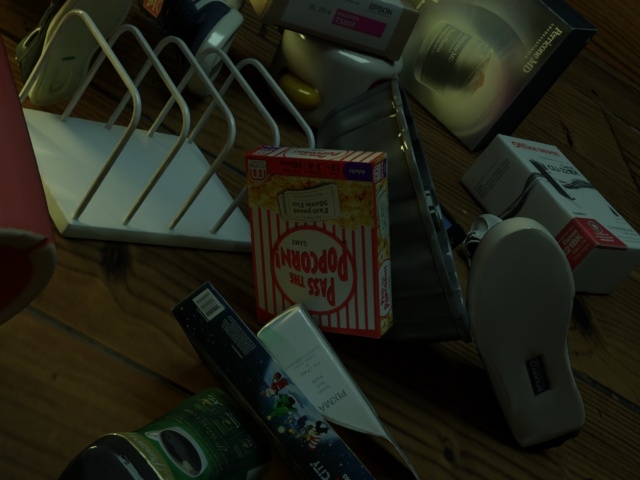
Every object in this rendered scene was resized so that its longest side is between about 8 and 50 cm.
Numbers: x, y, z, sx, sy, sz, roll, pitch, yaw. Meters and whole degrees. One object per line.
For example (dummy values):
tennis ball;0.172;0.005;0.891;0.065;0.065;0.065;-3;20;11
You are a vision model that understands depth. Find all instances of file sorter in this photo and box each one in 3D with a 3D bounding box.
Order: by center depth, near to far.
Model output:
file sorter;-0.171;-0.119;1.295;0.277;0.173;0.193;7;40;-48

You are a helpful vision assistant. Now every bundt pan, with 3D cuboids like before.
bundt pan;0.078;-0.023;1.382;0.331;0.124;0.331;-15;90;-82

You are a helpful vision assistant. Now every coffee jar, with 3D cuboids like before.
coffee jar;-0.125;0.189;0.949;0.096;0.079;0.184;48;26;14

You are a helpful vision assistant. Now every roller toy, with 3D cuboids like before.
roller toy;0.020;-0.254;1.794;0.191;0.146;0.209;16;29;-18

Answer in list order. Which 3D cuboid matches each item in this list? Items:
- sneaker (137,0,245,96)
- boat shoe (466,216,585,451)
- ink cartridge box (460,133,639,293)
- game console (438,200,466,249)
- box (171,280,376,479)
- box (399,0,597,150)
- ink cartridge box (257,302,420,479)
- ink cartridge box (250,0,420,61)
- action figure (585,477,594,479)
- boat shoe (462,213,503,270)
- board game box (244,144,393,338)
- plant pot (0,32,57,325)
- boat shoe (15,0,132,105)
sneaker;-0.195;-0.316;1.665;0.148;0.131;0.350;24;22;-12
boat shoe;0.222;0.086;1.377;0.158;0.127;0.340;-114;-172;-54
ink cartridge box;0.395;-0.045;1.965;0.197;0.114;0.273;4;40;-48
game console;0.128;-0.025;1.644;0.122;0.107;0.071;51;0;24
box;-0.037;0.158;1.053;0.233;0.044;0.159;48;-12;21
box;0.299;-0.374;2.178;0.294;0.296;0.183;44;26;14
ink cartridge box;0.022;0.166;1.148;0.225;0.056;0.181;57;-1;2
ink cartridge box;0.006;-0.371;1.730;0.234;0.088;0.193;11;30;-28
action figure;0.389;0.354;1.294;0.285;0.099;0.185;32;6;-36
boat shoe;0.244;0.016;1.740;0.063;0.066;0.184;28;37;-22
board game box;0.000;0.000;1.233;0.147;0.193;0.045;5;20;24
plant pot;-0.338;-0.051;0.892;0.275;0.275;0.243;-1;56;-53
boat shoe;-0.279;-0.244;1.286;0.084;0.233;0.079;-7;65;-39
